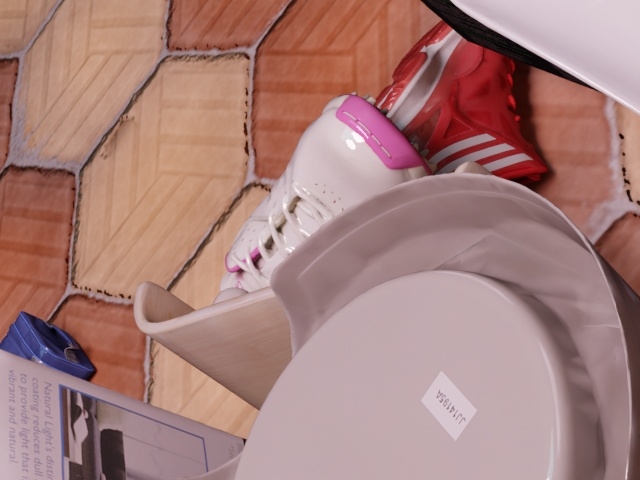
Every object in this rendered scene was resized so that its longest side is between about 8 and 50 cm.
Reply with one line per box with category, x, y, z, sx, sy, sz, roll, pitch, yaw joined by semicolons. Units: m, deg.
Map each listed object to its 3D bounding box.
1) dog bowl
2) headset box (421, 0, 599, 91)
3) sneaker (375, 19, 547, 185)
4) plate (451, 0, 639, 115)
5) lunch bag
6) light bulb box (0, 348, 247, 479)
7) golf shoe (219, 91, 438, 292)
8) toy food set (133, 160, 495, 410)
dog bowl;0.056;0.143;0.934;0.349;0.102;0.348;-28;50;38
headset box;0.231;-0.239;1.170;0.246;0.131;0.283;27;89;33
sneaker;0.119;-0.099;1.324;0.087;0.128;0.221;-38;9;47
plate;0.254;-0.190;1.038;0.277;0.045;0.278;36;93;27
lunch bag;-0.253;0.111;1.627;0.065;0.067;0.098;-58;38;7
light bulb box;-0.170;0.289;1.168;0.358;0.361;0.225;-36;45;33
golf shoe;0.000;0.000;1.249;0.140;0.115;0.306;-41;-10;-18
toy food set;0.051;0.057;1.181;0.306;0.220;0.092;-19;44;43
